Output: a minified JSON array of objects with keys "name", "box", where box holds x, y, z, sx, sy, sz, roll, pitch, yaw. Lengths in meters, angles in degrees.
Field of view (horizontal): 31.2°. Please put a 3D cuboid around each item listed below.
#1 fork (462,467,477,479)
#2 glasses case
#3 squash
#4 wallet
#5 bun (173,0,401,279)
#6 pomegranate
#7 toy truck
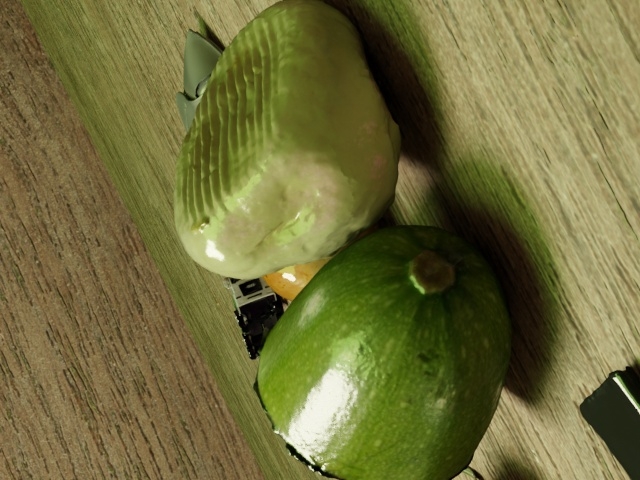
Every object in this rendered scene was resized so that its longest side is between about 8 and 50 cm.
[{"name":"fork","box":[0.197,0.355,1.834,0.219,0.028,0.034,25,136,65]},{"name":"glasses case","box":[-0.204,-0.237,2.008,0.128,0.083,0.308,55,162,22]},{"name":"squash","box":[0.106,0.096,1.351,0.310,0.310,0.308,54,141,27]},{"name":"wallet","box":[0.368,0.264,1.159,0.285,0.030,0.146,56,160,17]},{"name":"bun","box":[-0.033,-0.110,1.402,0.213,0.361,0.361,27,-178,-29]},{"name":"pomegranate","box":[-0.001,0.002,1.599,0.191,0.191,0.191,54,162,27]},{"name":"toy truck","box":[-0.132,0.152,2.398,0.242,0.101,0.125,81,168,-54]}]
